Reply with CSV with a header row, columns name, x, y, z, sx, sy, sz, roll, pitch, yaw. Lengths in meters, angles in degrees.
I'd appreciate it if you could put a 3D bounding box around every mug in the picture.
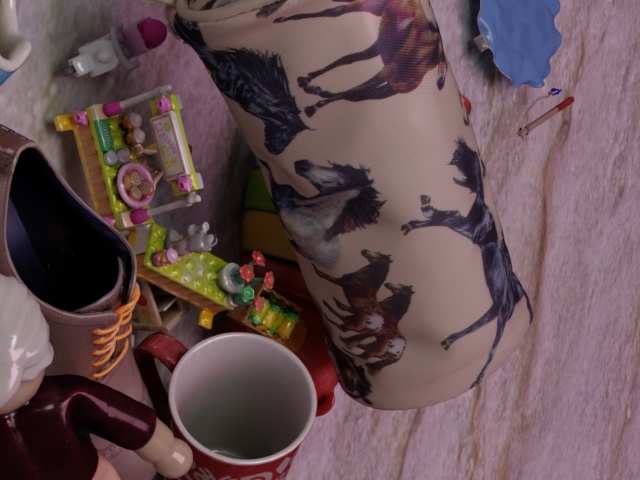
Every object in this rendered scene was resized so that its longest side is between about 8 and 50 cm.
name,x,y,z,sx,sy,sz,roll,pitch,yaw
mug,-0.077,0.149,1.414,0.113,0.150,0.169,-13,148,-19

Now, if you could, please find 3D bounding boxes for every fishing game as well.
name,x,y,z,sx,sy,sz,roll,pitch,yaw
fishing game,0.206,-0.249,1.937,0.189,0.041,0.264,-35,114,-52

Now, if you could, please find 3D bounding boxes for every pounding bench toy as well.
name,x,y,z,sx,sy,sz,roll,pitch,yaw
pounding bench toy,-0.141,0.037,1.385,0.083,0.052,0.065,-49,132,-45

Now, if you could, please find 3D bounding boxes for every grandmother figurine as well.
name,x,y,z,sx,sy,sz,roll,pitch,yaw
grandmother figurine,-0.195,0.159,1.216,0.208,0.104,0.342,-27,133,-16

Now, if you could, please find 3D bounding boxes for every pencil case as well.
name,x,y,z,sx,sy,sz,roll,pitch,yaw
pencil case,0.026,-0.053,1.316,0.410,0.183,0.160,67,33,-35

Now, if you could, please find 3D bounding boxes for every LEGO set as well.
name,x,y,z,sx,sy,sz,roll,pitch,yaw
LEGO set,-0.091,-0.027,1.328,0.132,0.107,0.287,-46,113,-45

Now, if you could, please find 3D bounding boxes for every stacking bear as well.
name,x,y,z,sx,sy,sz,roll,pitch,yaw
stacking bear,0.000,0.000,1.521,0.164,0.175,0.289,64,45,-82

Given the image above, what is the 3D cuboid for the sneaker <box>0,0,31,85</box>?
name,x,y,z,sx,sy,sz,roll,pitch,yaw
sneaker,-0.245,-0.199,1.132,0.087,0.092,0.229,-19,92,-55

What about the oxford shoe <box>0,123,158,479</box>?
name,x,y,z,sx,sy,sz,roll,pitch,yaw
oxford shoe,-0.182,0.065,1.245,0.130,0.132,0.364,-62,141,-34
